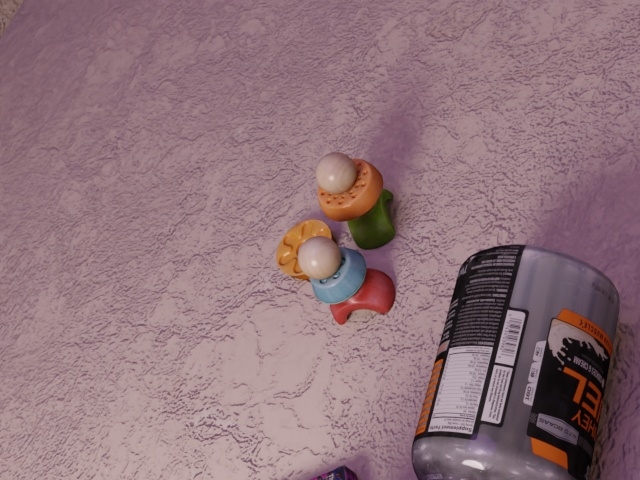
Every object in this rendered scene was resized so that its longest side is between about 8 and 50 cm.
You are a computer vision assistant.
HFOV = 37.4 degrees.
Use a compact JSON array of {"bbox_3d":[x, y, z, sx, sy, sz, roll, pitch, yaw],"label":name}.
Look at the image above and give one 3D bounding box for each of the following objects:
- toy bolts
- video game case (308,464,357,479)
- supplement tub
[{"bbox_3d":[0.000,0.000,1.376,0.218,0.158,0.229,-22,48,22],"label":"toy bolts"},{"bbox_3d":[-0.031,0.424,1.173,0.210,0.042,0.232,-28,47,17],"label":"video game case"},{"bbox_3d":[0.216,0.180,1.063,0.193,0.193,0.316,0,60,36],"label":"supplement tub"}]
